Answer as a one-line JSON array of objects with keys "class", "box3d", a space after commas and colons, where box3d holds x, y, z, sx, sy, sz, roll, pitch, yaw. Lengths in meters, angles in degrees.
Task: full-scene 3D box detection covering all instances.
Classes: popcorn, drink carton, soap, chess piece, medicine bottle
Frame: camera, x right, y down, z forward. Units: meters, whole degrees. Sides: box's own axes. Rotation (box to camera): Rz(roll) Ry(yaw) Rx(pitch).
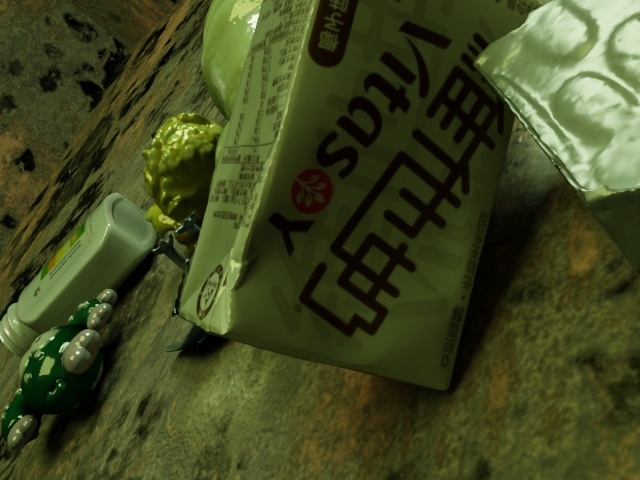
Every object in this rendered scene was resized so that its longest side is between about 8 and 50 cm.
[{"class": "popcorn", "box3d": [-0.189, -0.080, 1.150, 0.173, 0.168, 0.195, 41, 106, 28]}, {"class": "drink carton", "box3d": [0.032, -0.067, 0.614, 0.132, 0.194, 0.324, 6, 80, 66]}, {"class": "soap", "box3d": [0.260, -0.117, 0.462, 0.302, 0.159, 0.257, -42, 25, 18]}, {"class": "chess piece", "box3d": [-0.040, -0.146, 0.939, 0.234, 0.234, 0.442, -39, 33, 25]}, {"class": "medicine bottle", "box3d": [-0.439, 0.075, 1.410, 0.324, 0.124, 0.179, -46, 26, 15]}]

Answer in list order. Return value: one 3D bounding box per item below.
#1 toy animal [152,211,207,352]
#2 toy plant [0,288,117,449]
[{"class": "toy animal", "box3d": [-0.122, 0.048, 0.973, 0.239, 0.176, 0.255, -51, -9, -5]}, {"class": "toy plant", "box3d": [-0.394, 0.192, 1.193, 0.232, 0.113, 0.243, -47, 20, 21]}]
